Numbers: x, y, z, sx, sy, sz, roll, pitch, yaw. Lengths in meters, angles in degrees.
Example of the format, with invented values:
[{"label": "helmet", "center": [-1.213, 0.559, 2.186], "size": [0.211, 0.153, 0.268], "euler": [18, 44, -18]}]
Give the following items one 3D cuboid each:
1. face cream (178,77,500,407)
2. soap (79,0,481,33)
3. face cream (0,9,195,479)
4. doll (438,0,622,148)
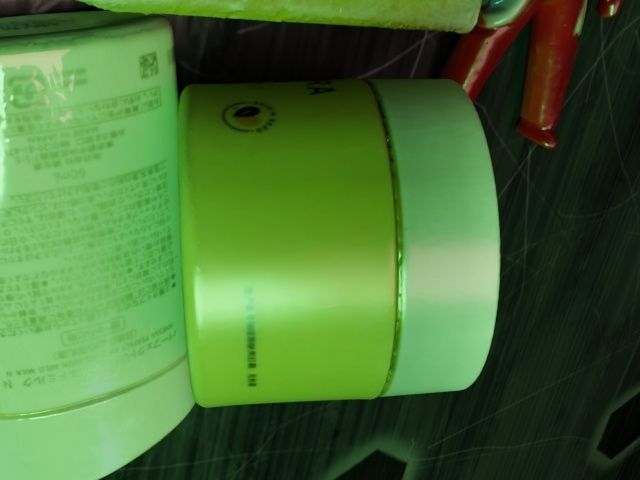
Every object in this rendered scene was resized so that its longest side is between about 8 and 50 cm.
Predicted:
[{"label": "face cream", "center": [0.000, 0.000, 0.526], "size": [0.179, 0.218, 0.218], "euler": [-2, 118, -7]}, {"label": "soap", "center": [-0.014, -0.242, 0.504], "size": [0.315, 0.091, 0.199], "euler": [-5, 118, -33]}, {"label": "face cream", "center": [-0.173, 0.024, 0.539], "size": [0.173, 0.081, 0.348], "euler": [-16, 122, -27]}, {"label": "doll", "center": [0.205, -0.261, 0.650], "size": [0.188, 0.099, 0.384], "euler": [-7, 121, -32]}]
